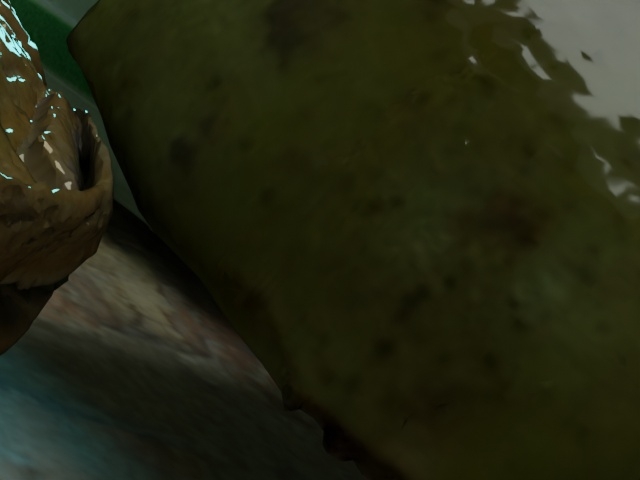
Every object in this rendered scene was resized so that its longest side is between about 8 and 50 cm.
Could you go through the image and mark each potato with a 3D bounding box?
[{"bbox_3d":[0.120,-0.019,0.508,0.330,0.213,0.280,21,26,-47],"label":"potato"}]

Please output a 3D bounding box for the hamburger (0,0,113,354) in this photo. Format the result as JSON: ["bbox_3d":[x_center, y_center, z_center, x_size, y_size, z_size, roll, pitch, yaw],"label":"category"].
[{"bbox_3d":[-0.180,-0.052,0.396,0.243,0.146,0.286,43,8,23],"label":"hamburger"}]

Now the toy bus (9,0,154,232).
[{"bbox_3d":[-0.053,-0.061,0.756,0.276,0.134,0.164,35,12,25],"label":"toy bus"}]
